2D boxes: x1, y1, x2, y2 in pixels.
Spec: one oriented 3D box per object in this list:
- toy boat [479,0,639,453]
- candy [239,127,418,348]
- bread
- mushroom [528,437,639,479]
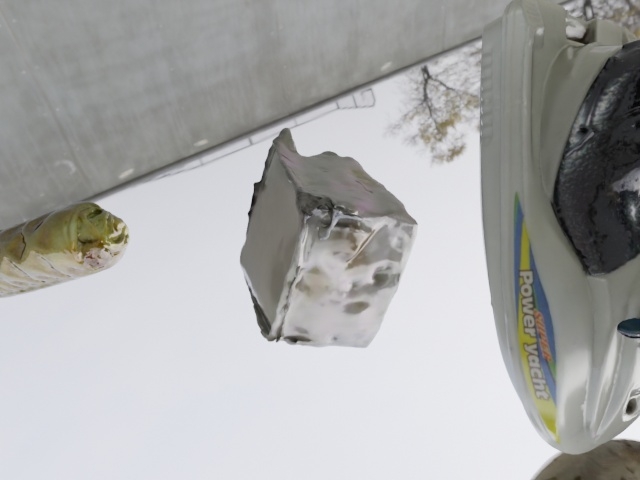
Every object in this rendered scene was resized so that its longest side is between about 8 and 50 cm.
[{"bbox_3d":[0.171,-0.011,0.327,0.141,0.269,0.141,-8,169,-2],"label":"toy boat"},{"bbox_3d":[0.000,0.000,0.596,0.137,0.184,0.195,6,-154,-22],"label":"candy"},{"bbox_3d":[-0.337,0.015,0.660,0.270,0.098,0.087,-12,-124,31],"label":"bread"},{"bbox_3d":[0.241,0.222,0.365,0.208,0.215,0.207,3,-131,-3],"label":"mushroom"}]
